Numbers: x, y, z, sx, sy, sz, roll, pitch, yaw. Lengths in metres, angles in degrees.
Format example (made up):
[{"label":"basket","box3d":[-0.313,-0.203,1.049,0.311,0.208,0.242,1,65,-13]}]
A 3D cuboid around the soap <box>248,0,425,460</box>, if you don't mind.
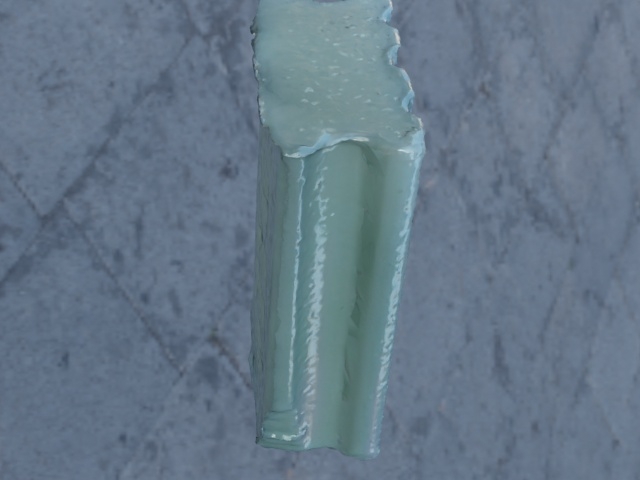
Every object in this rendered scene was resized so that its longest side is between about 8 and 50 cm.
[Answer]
[{"label":"soap","box3d":[0.000,0.000,0.508,0.114,0.063,0.198,-97,-172,-47]}]
